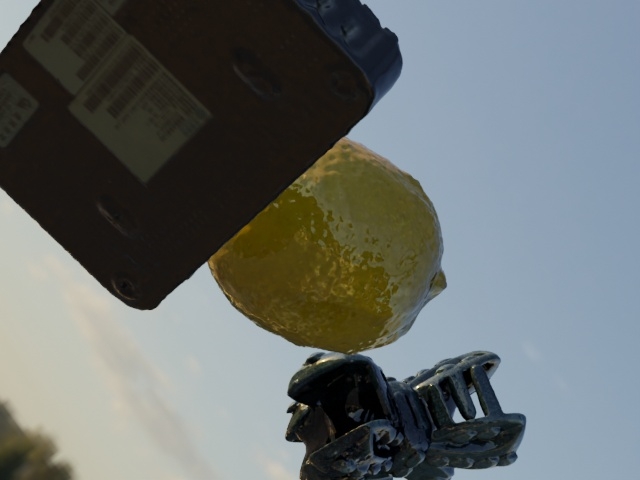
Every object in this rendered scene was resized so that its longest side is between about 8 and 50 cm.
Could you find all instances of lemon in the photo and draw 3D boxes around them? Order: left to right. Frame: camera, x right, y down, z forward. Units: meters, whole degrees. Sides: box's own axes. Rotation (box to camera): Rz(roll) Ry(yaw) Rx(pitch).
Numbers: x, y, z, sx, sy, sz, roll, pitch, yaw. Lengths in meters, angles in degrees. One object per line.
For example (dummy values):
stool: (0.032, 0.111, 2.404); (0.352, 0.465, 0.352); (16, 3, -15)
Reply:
lemon: (0.003, 0.000, 1.483); (0.180, 0.193, 0.180); (-174, -90, -69)

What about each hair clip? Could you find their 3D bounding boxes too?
hair clip: (0.081, 0.221, 2.201); (0.206, 0.310, 0.194); (-47, -128, 38)

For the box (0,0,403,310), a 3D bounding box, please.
box: (-0.110, -0.098, 1.272); (0.211, 0.058, 0.350); (45, -43, -3)
